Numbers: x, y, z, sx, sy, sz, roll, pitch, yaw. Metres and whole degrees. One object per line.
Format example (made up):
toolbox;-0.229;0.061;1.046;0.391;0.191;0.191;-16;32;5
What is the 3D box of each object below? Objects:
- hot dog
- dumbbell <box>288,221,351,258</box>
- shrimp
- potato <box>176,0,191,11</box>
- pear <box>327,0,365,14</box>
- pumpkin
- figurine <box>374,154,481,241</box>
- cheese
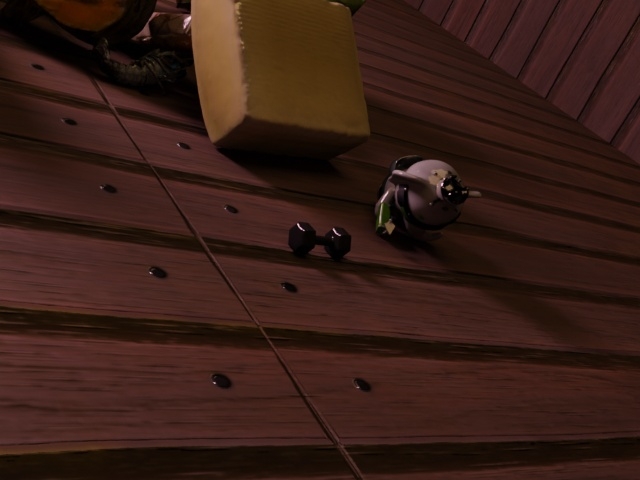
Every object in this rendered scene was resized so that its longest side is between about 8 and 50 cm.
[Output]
hot dog;-0.237;-0.333;1.465;0.252;0.069;0.131;13;8;33
dumbbell;0.000;0.000;1.123;0.083;0.036;0.040;7;28;-40
shrimp;-0.272;-0.259;1.380;0.174;0.076;0.082;-1;-6;-42
potato;-0.226;-0.539;1.914;0.171;0.089;0.100;-7;4;-13
pear;-0.113;-0.483;1.671;0.342;0.238;0.318;46;34;-12
pumpkin;-0.368;-0.354;1.353;0.247;0.126;0.131;-5;14;-3
figurine;0.148;-0.064;1.305;0.147;0.126;0.192;4;-3;-23
cheese;-0.060;-0.258;1.369;0.265;0.123;0.243;1;73;-46
